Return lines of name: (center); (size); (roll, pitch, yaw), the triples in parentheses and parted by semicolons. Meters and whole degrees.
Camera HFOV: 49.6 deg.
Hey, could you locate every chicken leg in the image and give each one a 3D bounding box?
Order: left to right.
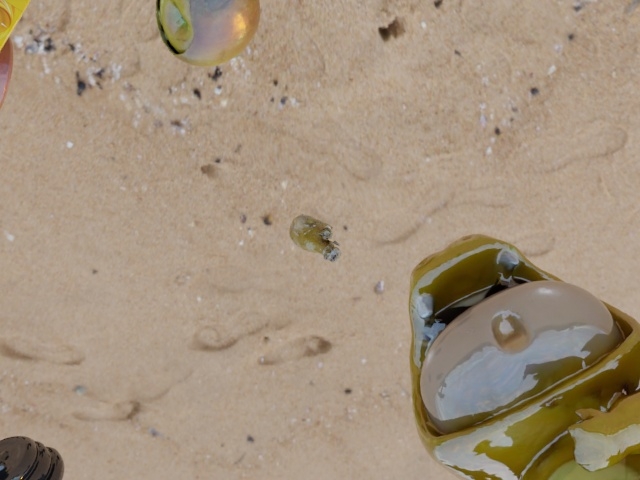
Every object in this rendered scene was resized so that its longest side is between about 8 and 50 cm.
chicken leg: (-0.003, 0.000, 1.747); (0.101, 0.207, 0.085); (16, 103, -37)

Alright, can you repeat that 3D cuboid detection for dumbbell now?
dumbbell: (-0.243, 0.244, 0.591); (0.099, 0.099, 0.209); (-18, 115, 11)

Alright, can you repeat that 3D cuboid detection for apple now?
apple: (-0.241, -0.485, 1.463); (0.236, 0.207, 0.237); (34, 150, 23)

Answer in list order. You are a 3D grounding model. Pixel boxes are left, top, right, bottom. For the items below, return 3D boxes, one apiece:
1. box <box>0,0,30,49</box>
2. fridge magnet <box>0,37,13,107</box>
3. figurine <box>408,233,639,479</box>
box: (-0.789, -0.543, 1.622); (0.152, 0.269, 0.043); (29, 149, -26)
fridge magnet: (-0.927, -0.446, 1.824); (0.155, 0.364, 0.363); (12, 131, -45)
figurine: (0.222, 0.206, 0.600); (0.267, 0.387, 0.401); (-3, 119, -17)
